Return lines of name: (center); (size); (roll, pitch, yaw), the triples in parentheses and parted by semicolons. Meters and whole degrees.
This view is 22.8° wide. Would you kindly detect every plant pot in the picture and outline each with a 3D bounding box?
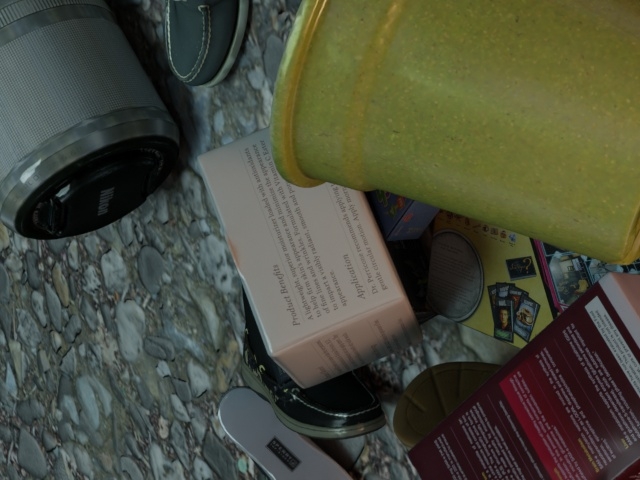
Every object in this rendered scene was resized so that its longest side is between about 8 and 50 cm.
plant pot: (0.143, -0.112, 1.129); (0.254, 0.276, 0.276); (27, 130, 17)

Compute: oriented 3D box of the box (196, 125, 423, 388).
box: (-0.006, 0.011, 1.334); (0.182, 0.119, 0.181); (60, -172, -74)

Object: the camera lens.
camera lens: (-0.301, -0.155, 1.770); (0.274, 0.219, 0.219); (60, 144, 16)

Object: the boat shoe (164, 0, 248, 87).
boat shoe: (-0.136, -0.292, 1.580); (0.116, 0.099, 0.319); (40, 135, 36)

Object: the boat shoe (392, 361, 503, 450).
boat shoe: (0.221, 0.176, 1.318); (0.341, 0.121, 0.110); (8, 147, 44)

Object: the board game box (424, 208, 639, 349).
board game box: (0.188, 0.011, 1.303); (0.243, 0.042, 0.165); (23, 113, 48)

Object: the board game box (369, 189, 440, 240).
board game box: (0.071, -0.131, 1.379); (0.160, 0.039, 0.211); (-56, 43, 50)

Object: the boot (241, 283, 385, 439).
boot: (-0.020, 0.089, 1.606); (0.236, 0.085, 0.178); (28, 128, 56)

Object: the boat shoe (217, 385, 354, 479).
boat shoe: (-0.024, 0.249, 1.710); (0.228, 0.080, 0.076); (44, 180, 7)

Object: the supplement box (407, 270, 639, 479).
supplement box: (0.186, 0.147, 1.196); (0.239, 0.073, 0.130); (-46, 56, 30)

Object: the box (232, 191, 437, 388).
box: (0.000, 0.000, 1.503); (0.183, 0.059, 0.232); (-32, 71, 36)
